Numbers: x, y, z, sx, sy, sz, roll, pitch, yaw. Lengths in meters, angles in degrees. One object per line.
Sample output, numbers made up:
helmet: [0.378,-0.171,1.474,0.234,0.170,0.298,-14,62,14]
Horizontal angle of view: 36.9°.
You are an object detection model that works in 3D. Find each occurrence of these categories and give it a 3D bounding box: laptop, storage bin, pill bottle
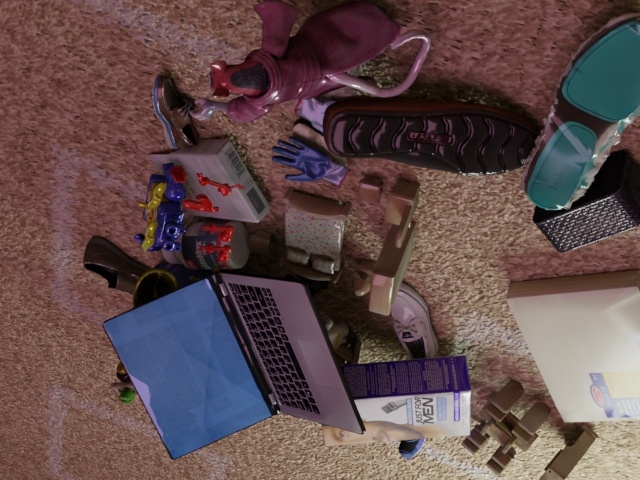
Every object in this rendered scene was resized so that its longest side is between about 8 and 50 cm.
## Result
laptop: [-0.177,0.283,1.988,0.408,0.236,0.382,5,126,44]
storage bin: [0.479,-0.068,1.699,0.180,0.122,0.084,-25,118,40]
pill bottle: [-0.258,0.012,2.139,0.180,0.108,0.108,-2,131,27]

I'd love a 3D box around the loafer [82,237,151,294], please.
loafer: [-0.478,0.098,2.343,0.251,0.087,0.094,35,137,-10]

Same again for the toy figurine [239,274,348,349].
toy figurine: [-0.065,0.186,2.137,0.213,0.148,0.209,-28,82,42]

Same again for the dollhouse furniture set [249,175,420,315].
dollhouse furniture set: [0.000,0.000,1.957,0.356,0.173,0.303,15,136,11]

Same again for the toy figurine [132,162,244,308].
toy figurine: [-0.308,-0.035,2.047,0.191,0.217,0.362,1,123,-23]

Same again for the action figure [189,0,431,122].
action figure: [-0.043,-0.266,1.560,0.276,0.370,0.248,34,127,21]

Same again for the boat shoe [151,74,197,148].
boat shoe: [-0.287,-0.258,1.920,0.066,0.066,0.183,6,145,14]

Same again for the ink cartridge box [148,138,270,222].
ink cartridge box: [-0.238,-0.129,2.046,0.232,0.066,0.189,10,141,47]

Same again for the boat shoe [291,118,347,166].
boat shoe: [0.001,-0.188,1.867,0.133,0.042,0.049,38,113,-15]

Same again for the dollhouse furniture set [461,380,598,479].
dollhouse furniture set: [0.492,0.450,2.238,0.242,0.161,0.212,39,141,18]

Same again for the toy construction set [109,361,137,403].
toy construction set: [-0.382,0.351,2.441,0.309,0.237,0.257,8,135,17]

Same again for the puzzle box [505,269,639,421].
puzzle box: [0.582,0.233,2.006,0.272,0.052,0.409,-8,129,31]

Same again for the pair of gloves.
pair of gloves: [0.001,-0.187,1.832,0.159,0.023,0.198,25,118,-8]

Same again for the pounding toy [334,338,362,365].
pounding toy: [-0.029,0.304,2.289,0.155,0.154,0.269,32,137,-7]

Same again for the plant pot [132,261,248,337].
plant pot: [-0.280,0.179,2.233,0.212,0.236,0.236,-21,122,30]

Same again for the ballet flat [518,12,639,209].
ballet flat: [0.440,-0.222,1.558,0.147,0.147,0.409,25,135,0]

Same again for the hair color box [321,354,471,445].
hair color box: [0.166,0.364,2.160,0.339,0.110,0.185,-4,137,5]

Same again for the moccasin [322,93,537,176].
moccasin: [0.194,-0.193,1.700,0.380,0.147,0.139,0,119,0]

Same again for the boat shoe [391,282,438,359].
boat shoe: [0.206,0.193,2.124,0.083,0.075,0.226,-11,127,33]

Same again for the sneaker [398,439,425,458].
sneaker: [0.231,0.454,2.379,0.090,0.081,0.232,28,131,1]
